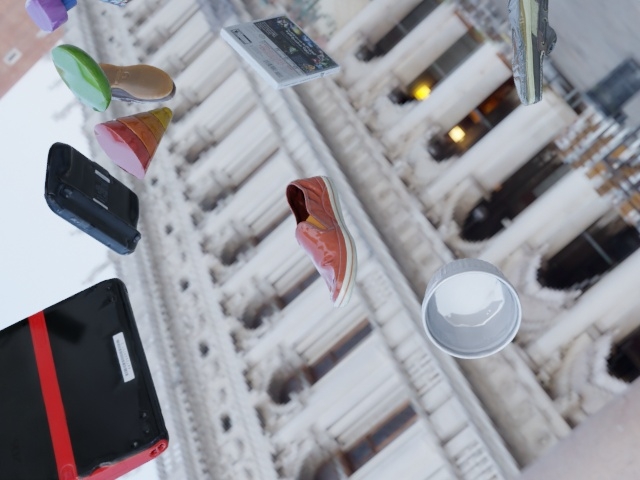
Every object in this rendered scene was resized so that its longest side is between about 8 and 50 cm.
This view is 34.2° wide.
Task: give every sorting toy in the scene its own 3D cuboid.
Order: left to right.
[{"bbox_3d":[-0.345,-0.277,1.719,0.127,0.126,0.365,22,146,44],"label":"sorting toy"}]

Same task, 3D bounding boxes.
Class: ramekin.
[{"bbox_3d":[0.315,0.135,2.203,0.207,0.207,0.109,45,-163,-16],"label":"ramekin"}]

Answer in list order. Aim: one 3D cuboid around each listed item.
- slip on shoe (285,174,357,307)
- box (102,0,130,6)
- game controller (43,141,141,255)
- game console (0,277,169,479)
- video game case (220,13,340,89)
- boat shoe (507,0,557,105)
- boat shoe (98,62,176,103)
[{"bbox_3d":[0.000,0.000,2.067,0.101,0.123,0.331,0,-132,-19],"label":"slip on shoe"},{"bbox_3d":[-0.356,-0.476,1.537,0.159,0.044,0.233,5,-106,-47],"label":"box"},{"bbox_3d":[-0.492,-0.088,2.269,0.319,0.067,0.166,43,-148,-57],"label":"game controller"},{"bbox_3d":[-0.438,0.264,1.704,0.060,0.342,0.386,67,177,-47],"label":"game console"},{"bbox_3d":[-0.081,-0.387,2.124,0.173,0.022,0.190,-23,-121,-37],"label":"video game case"},{"bbox_3d":[0.360,-0.338,1.739,0.080,0.073,0.223,154,111,-83],"label":"boat shoe"},{"bbox_3d":[-0.375,-0.312,2.085,0.207,0.073,0.073,14,167,22],"label":"boat shoe"}]
